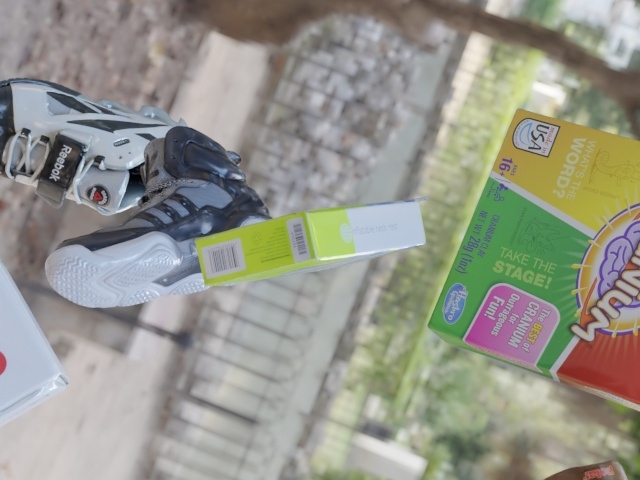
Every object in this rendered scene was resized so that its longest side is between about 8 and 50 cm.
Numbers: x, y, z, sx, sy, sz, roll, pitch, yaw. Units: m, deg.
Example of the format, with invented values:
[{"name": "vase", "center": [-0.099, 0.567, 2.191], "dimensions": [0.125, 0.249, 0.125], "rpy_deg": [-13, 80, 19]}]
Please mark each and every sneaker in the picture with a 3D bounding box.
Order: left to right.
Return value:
[{"name": "sneaker", "center": [-0.291, -0.101, 1.956], "dimensions": [0.146, 0.330, 0.122], "rpy_deg": [63, -39, 46]}, {"name": "sneaker", "center": [-0.167, -0.026, 1.622], "dimensions": [0.269, 0.153, 0.101], "rpy_deg": [-8, 155, -38]}]

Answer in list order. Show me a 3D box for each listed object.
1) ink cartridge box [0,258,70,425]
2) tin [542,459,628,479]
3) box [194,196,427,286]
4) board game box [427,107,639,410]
[{"name": "ink cartridge box", "center": [-0.306, 0.019, 0.992], "dimensions": [0.201, 0.278, 0.117], "rpy_deg": [-30, 176, -8]}, {"name": "tin", "center": [0.258, 0.284, 1.749], "dimensions": [0.189, 0.106, 0.040], "rpy_deg": [119, -45, -56]}, {"name": "box", "center": [0.000, 0.000, 1.268], "dimensions": [0.178, 0.109, 0.042], "rpy_deg": [-7, 84, -56]}, {"name": "board game box", "center": [0.290, 0.029, 1.552], "dimensions": [0.064, 0.316, 0.242], "rpy_deg": [36, 74, -60]}]
